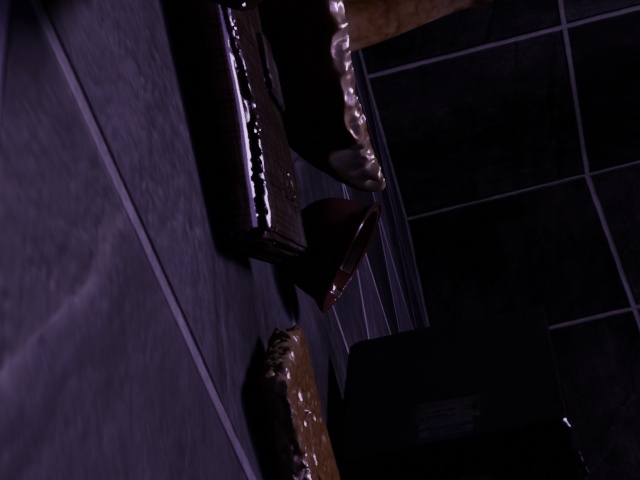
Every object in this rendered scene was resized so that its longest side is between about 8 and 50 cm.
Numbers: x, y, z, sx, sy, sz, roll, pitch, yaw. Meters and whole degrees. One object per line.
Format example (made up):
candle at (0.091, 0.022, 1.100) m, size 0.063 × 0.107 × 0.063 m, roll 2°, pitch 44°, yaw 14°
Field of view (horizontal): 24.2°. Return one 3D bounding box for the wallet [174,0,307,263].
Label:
wallet at (-0.053, -0.103, 0.874) m, size 0.124 × 0.042 × 0.230 m, roll 32°, pitch 43°, yaw -78°

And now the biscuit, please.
biscuit at (0.003, 0.169, 0.845) m, size 0.131 × 0.025 × 0.231 m, roll -70°, pitch 146°, yaw -79°

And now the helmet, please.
helmet at (0.000, 0.000, 1.074) m, size 0.089 × 0.057 × 0.111 m, roll -62°, pitch 172°, yaw 6°

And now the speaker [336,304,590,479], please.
speaker at (0.120, 0.211, 1.149) m, size 0.254 × 0.184 × 0.232 m, roll -78°, pitch 154°, yaw -71°

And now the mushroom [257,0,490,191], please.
mushroom at (0.057, -0.199, 1.094) m, size 0.208 × 0.301 × 0.233 m, roll 43°, pitch -8°, yaw -1°

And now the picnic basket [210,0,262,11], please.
picnic basket at (0.016, -0.262, 0.535) m, size 0.293 × 0.337 × 0.337 m, roll -56°, pitch 132°, yaw -83°
